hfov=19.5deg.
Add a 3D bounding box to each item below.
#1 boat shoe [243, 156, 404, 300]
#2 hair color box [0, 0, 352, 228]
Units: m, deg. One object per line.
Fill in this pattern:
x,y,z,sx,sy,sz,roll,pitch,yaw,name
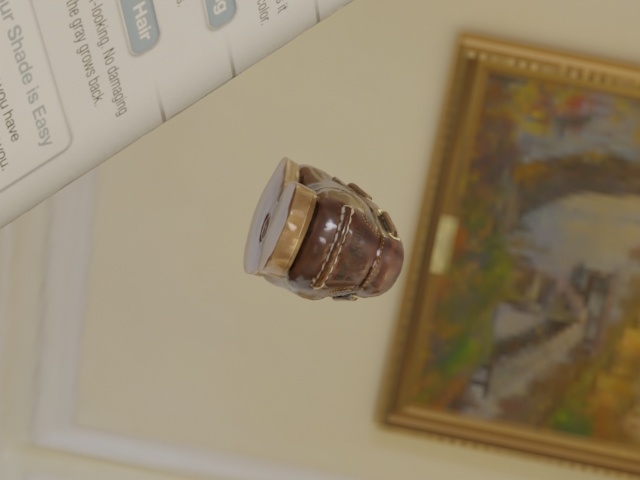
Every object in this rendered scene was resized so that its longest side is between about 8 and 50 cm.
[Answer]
0.000,0.000,1.050,0.207,0.073,0.073,-123,-128,-79,boat shoe
-0.128,-0.124,0.736,0.374,0.113,0.185,-35,144,-20,hair color box
